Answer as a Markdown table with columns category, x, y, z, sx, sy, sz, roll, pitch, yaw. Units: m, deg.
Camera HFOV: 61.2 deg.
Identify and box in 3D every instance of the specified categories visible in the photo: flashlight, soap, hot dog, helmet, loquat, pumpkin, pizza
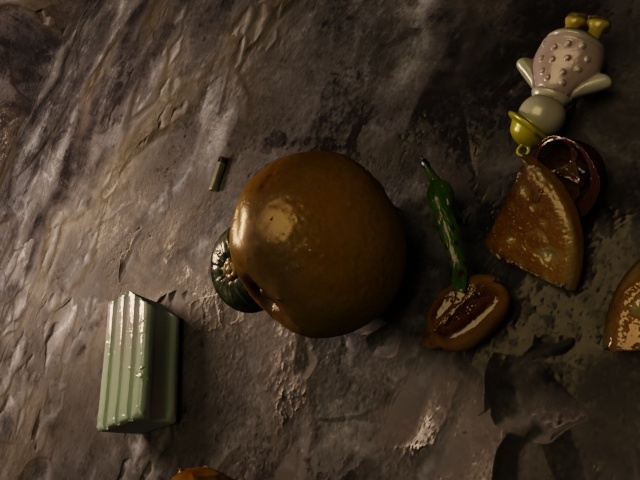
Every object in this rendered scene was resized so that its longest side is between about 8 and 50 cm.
| category | x | y | z | sx | sy | sz | roll | pitch | yaw |
| --- | --- | --- | --- | --- | --- | --- | --- | --- | --- |
| flashlight | -0.237 | -0.154 | 1.252 | 0.018 | 0.018 | 0.083 | 6 | 76 | 45 |
| soap | -0.386 | 0.255 | 1.161 | 0.172 | 0.095 | 0.290 | -27 | 56 | 33 |
| hot dog | 0.192 | 0.104 | 0.727 | 0.140 | 0.060 | 0.090 | -45 | 44 | 10 |
| helmet | 0.326 | -0.084 | 0.682 | 0.089 | 0.057 | 0.111 | 105 | 146 | -46 |
| loquat | 0.000 | 0.000 | 0.817 | 0.274 | 0.274 | 0.275 | -18 | 61 | 36 |
| pumpkin | -0.125 | 0.047 | 0.989 | 0.167 | 0.125 | 0.167 | 10 | 104 | 46 |
| pizza | 0.273 | -0.011 | 0.696 | 0.131 | 0.041 | 0.178 | -44 | 61 | 46 |
| pizza | 0.402 | 0.043 | 0.557 | 0.246 | 0.058 | 0.127 | -48 | 46 | 14 |

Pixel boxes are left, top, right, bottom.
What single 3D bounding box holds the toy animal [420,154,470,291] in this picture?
| category | x | y | z | sx | sy | sz | roll | pitch | yaw |
| --- | --- | --- | --- | --- | --- | --- | --- | --- | --- |
| toy animal | 0.187 | -0.022 | 0.771 | 0.041 | 0.075 | 0.217 | -27 | 61 | 32 |

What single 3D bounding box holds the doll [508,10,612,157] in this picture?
| category | x | y | z | sx | sy | sz | roll | pitch | yaw |
| --- | --- | --- | --- | --- | --- | --- | --- | --- | --- |
| doll | 0.316 | -0.207 | 0.726 | 0.129 | 0.081 | 0.207 | 29 | 96 | 33 |

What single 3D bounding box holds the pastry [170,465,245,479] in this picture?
| category | x | y | z | sx | sy | sz | roll | pitch | yaw |
| --- | --- | --- | --- | --- | --- | --- | --- | --- | --- |
| pastry | -0.155 | 0.499 | 0.800 | 0.255 | 0.161 | 0.311 | -28 | 58 | 33 |
